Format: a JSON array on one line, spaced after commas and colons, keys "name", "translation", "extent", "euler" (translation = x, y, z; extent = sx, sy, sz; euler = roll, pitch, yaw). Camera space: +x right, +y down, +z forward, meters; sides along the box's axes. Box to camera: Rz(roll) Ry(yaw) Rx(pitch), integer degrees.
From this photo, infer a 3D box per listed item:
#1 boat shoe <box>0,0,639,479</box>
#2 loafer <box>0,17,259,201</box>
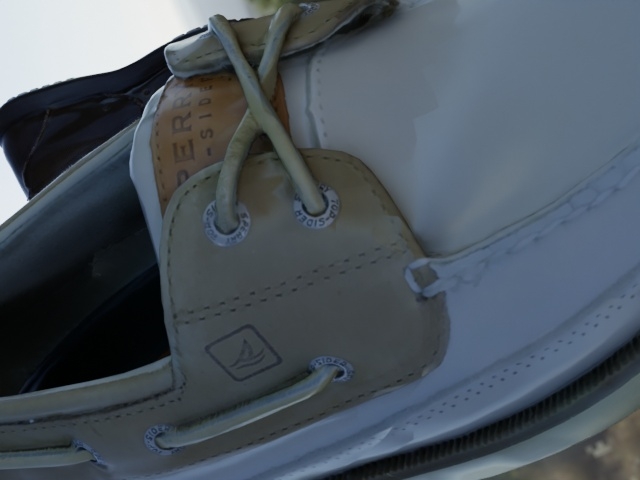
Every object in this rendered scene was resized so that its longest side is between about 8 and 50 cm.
[{"name": "boat shoe", "translation": [0.000, 0.000, 0.435], "extent": [0.103, 0.302, 0.113], "euler": [32, -145, -31]}, {"name": "loafer", "translation": [-0.092, -0.069, 1.099], "extent": [0.080, 0.220, 0.078], "euler": [37, -142, -65]}]
